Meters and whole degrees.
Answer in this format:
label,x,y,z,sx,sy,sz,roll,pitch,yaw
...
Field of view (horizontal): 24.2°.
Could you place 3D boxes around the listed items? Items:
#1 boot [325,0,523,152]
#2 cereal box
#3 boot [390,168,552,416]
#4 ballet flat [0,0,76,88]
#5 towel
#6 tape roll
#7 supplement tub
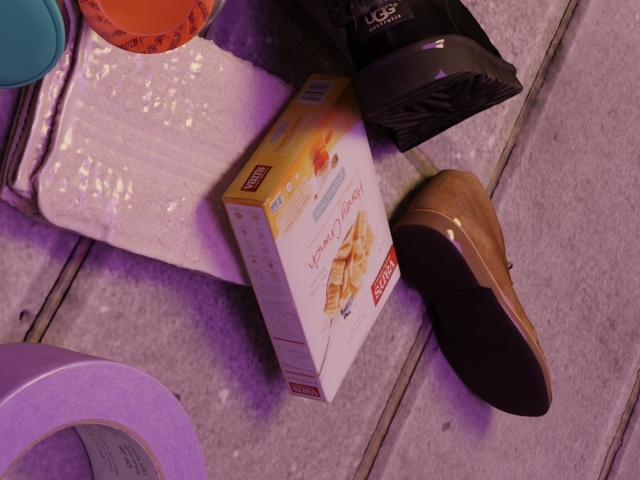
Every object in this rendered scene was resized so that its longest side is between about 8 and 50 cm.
label,x,y,z,sx,sy,sz,roll,pitch,yaw
boot,0.068,-0.230,1.329,0.348,0.131,0.260,22,44,-78
cereal box,0.000,0.000,1.304,0.173,0.047,0.240,-59,145,-38
boot,0.176,0.058,1.530,0.305,0.112,0.115,61,42,-33
ballet flat,-0.308,-0.219,0.893,0.400,0.139,0.139,24,78,-49
towel,-0.124,-0.078,1.190,0.282,0.049,0.187,20,82,-49
tape roll,-0.210,0.217,1.111,0.275,0.090,0.274,-11,105,-49
supplement tub,-0.119,-0.211,1.056,0.190,0.117,0.117,-95,166,-58
